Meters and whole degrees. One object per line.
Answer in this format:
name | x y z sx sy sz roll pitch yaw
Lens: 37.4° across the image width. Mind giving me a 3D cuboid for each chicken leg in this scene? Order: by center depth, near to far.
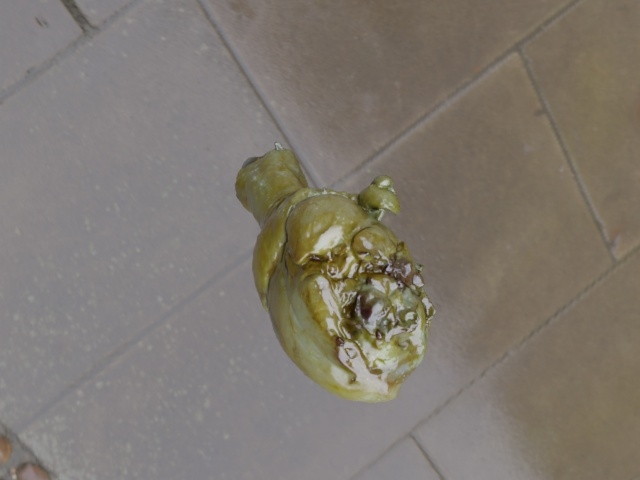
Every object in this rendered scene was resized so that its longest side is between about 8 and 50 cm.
chicken leg | 0.000 0.000 0.582 0.088 0.227 0.103 -6 132 -18
